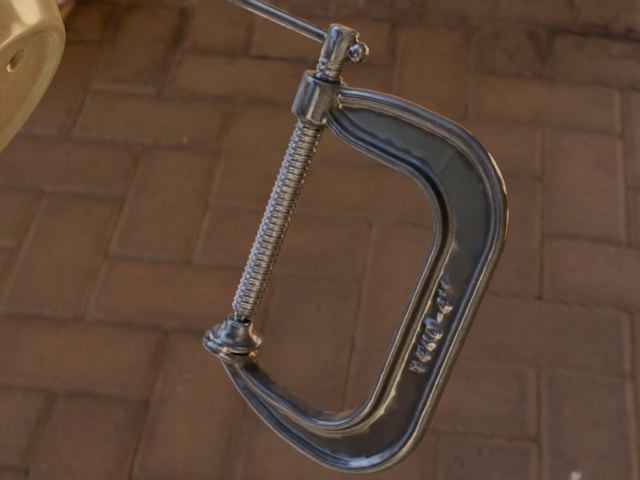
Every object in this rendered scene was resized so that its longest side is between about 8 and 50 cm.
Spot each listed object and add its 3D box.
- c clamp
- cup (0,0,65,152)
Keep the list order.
[{"bbox_3d":[0.000,0.000,0.483,0.137,0.160,0.022,22,17,23],"label":"c clamp"},{"bbox_3d":[-0.310,-0.149,0.858,0.237,0.331,0.331,38,52,3],"label":"cup"}]
